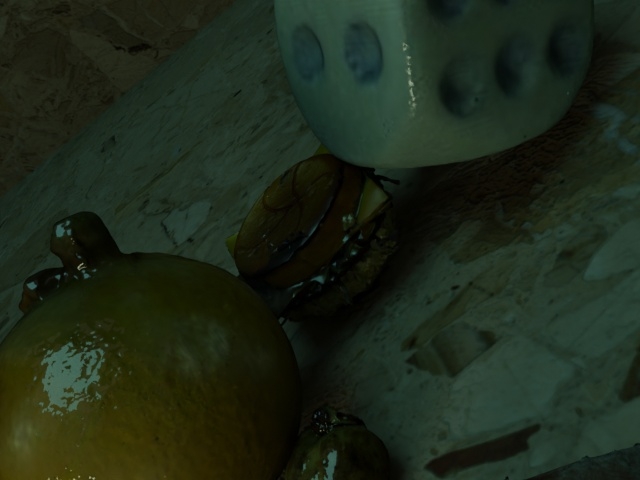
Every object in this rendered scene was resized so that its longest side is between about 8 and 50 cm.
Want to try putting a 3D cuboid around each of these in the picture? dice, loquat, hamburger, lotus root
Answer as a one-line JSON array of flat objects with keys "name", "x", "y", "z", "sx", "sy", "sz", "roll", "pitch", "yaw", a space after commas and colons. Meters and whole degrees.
[{"name": "dice", "x": 0.121, "y": -0.241, "z": 0.834, "sx": 0.268, "sy": 0.265, "sz": 0.262, "roll": -21, "pitch": 22, "yaw": -24}, {"name": "loquat", "x": -0.189, "y": 0.142, "z": 0.762, "sx": 0.328, "sy": 0.360, "sz": 0.328, "roll": -18, "pitch": 10, "yaw": 3}, {"name": "hamburger", "x": 0.000, "y": 0.000, "z": 0.926, "sx": 0.243, "sy": 0.138, "sz": 0.262, "roll": -45, "pitch": 29, "yaw": 9}, {"name": "lotus root", "x": 0.003, "y": 0.255, "z": 0.684, "sx": 0.108, "sy": 0.094, "sz": 0.191, "roll": -37, "pitch": 32, "yaw": 63}]

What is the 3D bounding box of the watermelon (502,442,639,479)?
[{"name": "watermelon", "x": 0.127, "y": 0.222, "z": 0.445, "sx": 0.261, "sy": 0.201, "sz": 0.213, "roll": -33, "pitch": 42, "yaw": 17}]
